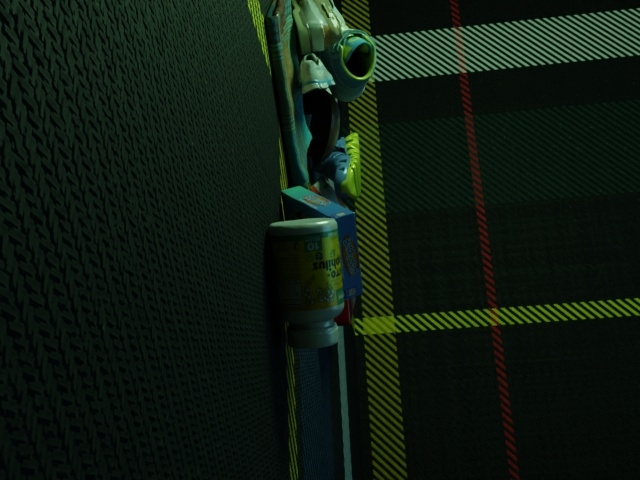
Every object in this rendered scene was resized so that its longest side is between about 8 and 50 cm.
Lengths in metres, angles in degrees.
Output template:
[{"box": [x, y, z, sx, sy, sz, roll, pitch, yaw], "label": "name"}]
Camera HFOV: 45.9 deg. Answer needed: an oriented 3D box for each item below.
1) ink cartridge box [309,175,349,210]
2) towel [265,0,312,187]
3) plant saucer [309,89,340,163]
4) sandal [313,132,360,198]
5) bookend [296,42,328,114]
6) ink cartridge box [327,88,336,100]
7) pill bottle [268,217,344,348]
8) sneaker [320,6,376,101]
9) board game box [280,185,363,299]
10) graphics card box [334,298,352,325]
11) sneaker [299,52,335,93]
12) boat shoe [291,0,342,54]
[{"box": [0.031, -0.103, 2.065, 0.145, 0.045, 0.179, 53, 7, -6], "label": "ink cartridge box"}, {"box": [-0.063, -0.330, 1.624, 0.271, 0.040, 0.370, -88, 171, -59], "label": "towel"}, {"box": [0.014, -0.302, 2.025, 0.199, 0.036, 0.198, -175, -90, -72], "label": "plant saucer"}, {"box": [0.045, -0.202, 2.090, 0.317, 0.138, 0.126, -89, 177, -65], "label": "sandal"}, {"box": [-0.028, -0.418, 1.898, 0.157, 0.072, 0.156, 69, 17, -75], "label": "bookend"}, {"box": [0.020, -0.552, 2.581, 0.115, 0.067, 0.198, 74, 14, -66], "label": "ink cartridge box"}, {"box": [-0.021, 0.071, 1.268, 0.117, 0.118, 0.208, -52, 137, -82], "label": "pill bottle"}, {"box": [0.046, -0.522, 1.902, 0.318, 0.127, 0.208, 61, -14, -3], "label": "sneaker"}, {"box": [0.000, 0.000, 1.407, 0.210, 0.047, 0.160, 31, -47, 55], "label": "board game box"}, {"box": [0.039, 0.090, 2.063, 0.371, 0.094, 0.232, -45, 130, -85], "label": "graphics card box"}, {"box": [-0.011, -0.378, 1.693, 0.190, 0.072, 0.082, -76, 153, -76], "label": "sneaker"}, {"box": [-0.020, -0.543, 1.768, 0.113, 0.103, 0.302, 83, -5, -53], "label": "boat shoe"}]
